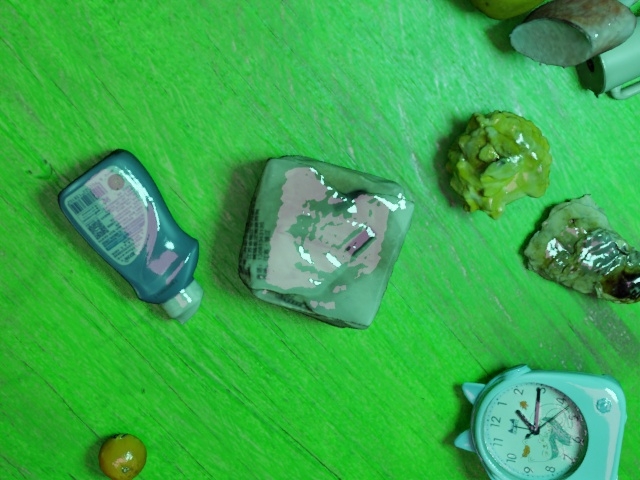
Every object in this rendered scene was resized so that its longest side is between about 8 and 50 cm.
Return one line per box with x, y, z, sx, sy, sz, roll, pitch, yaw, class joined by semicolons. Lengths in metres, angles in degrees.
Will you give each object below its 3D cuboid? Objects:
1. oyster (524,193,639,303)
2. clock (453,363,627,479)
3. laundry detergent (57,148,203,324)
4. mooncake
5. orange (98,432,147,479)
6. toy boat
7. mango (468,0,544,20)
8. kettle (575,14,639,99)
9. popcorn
0.471;0.033;1.320;0.232;0.107;0.162;29;107;-7;oyster
0.372;0.319;1.342;0.273;0.094;0.224;10;95;20;clock
-0.283;0.003;1.265;0.143;0.094;0.290;-35;105;-2;laundry detergent
-0.001;0.000;1.256;0.250;0.136;0.255;18;95;-9;mooncake
-0.337;0.371;1.342;0.083;0.083;0.084;-1;102;-4;orange
0.431;-0.365;1.200;0.282;0.206;0.096;-38;116;-19;toy boat
0.267;-0.545;1.118;0.301;0.220;0.446;-3;106;-6;mango
0.496;-0.292;1.250;0.147;0.098;0.127;-21;97;-3;kettle
0.284;-0.119;1.259;0.173;0.142;0.174;-10;112;-27;popcorn
